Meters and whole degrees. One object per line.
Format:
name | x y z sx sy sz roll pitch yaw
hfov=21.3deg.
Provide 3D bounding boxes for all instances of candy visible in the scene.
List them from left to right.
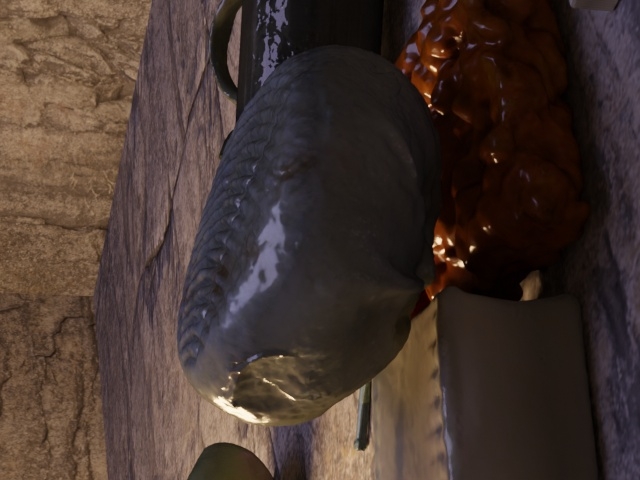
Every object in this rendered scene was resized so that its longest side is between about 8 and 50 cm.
candy | 0.145 0.230 1.473 0.208 0.145 0.358 127 142 -62

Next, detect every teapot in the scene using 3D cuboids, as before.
teapot | -0.031 -0.254 2.052 0.270 0.200 0.337 1 86 44

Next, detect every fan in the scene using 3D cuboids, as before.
fan | 0.054 0.159 2.052 0.038 0.016 0.193 -174 87 -72

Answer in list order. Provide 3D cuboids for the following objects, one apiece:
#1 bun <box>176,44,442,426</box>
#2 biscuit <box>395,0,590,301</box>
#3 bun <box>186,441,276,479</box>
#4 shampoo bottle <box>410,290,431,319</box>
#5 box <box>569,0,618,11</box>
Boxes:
bun | -0.002 0.006 1.497 0.354 0.194 0.354 -162 90 -79
biscuit | 0.146 -0.093 1.590 0.318 0.111 0.312 120 148 -59
bun | -0.116 0.429 2.328 0.293 0.187 0.293 16 -90 -85
shampoo bottle | 0.097 -0.018 1.807 0.102 0.064 0.260 7 -95 -70
box | 0.241 -0.277 1.402 0.152 0.048 0.100 116 150 -51
